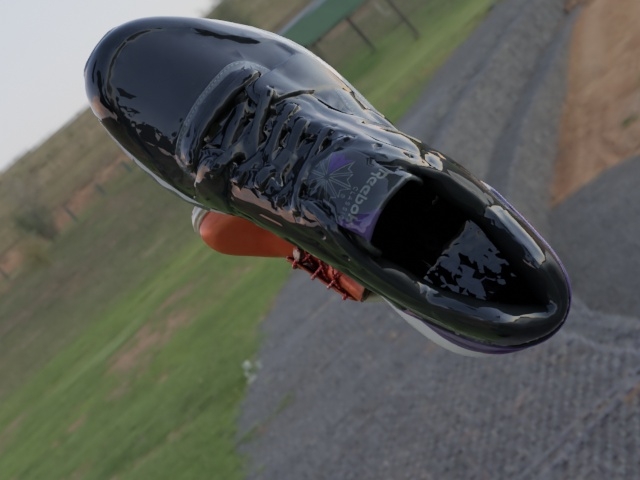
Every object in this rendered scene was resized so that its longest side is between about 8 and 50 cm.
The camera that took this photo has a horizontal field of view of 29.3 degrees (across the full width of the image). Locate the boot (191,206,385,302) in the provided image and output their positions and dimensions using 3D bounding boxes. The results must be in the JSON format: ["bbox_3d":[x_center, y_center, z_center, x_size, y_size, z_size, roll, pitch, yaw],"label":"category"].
[{"bbox_3d":[0.000,0.000,0.744,0.059,0.158,0.084,88,179,-51],"label":"boot"}]

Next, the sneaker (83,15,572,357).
[{"bbox_3d":[0.006,-0.040,0.624,0.107,0.283,0.124,-60,-1,-2],"label":"sneaker"}]
